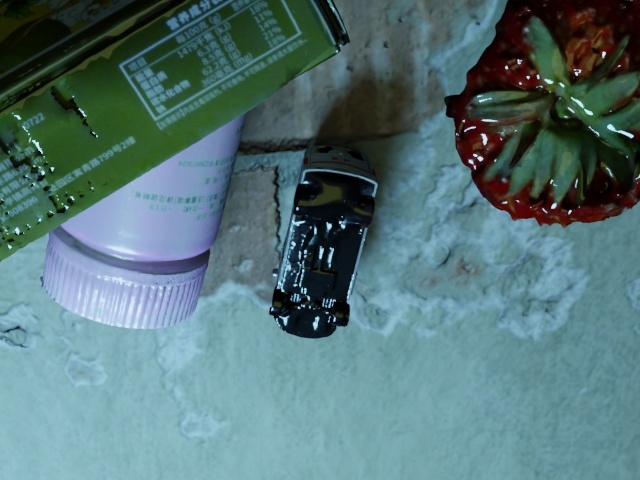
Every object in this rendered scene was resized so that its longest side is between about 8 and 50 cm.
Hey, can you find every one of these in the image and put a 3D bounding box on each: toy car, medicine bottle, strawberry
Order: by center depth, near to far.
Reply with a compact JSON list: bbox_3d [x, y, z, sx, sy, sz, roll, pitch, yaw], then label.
[{"bbox_3d":[0.276,-0.143,1.361,0.261,0.258,0.261,5,105,18],"label":"strawberry"},{"bbox_3d":[-0.179,-0.072,1.369,0.178,0.178,0.290,11,113,-7],"label":"medicine bottle"},{"bbox_3d":[0.000,0.000,1.450,0.090,0.108,0.209,8,116,-9],"label":"toy car"}]

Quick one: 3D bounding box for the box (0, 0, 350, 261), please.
[{"bbox_3d":[-0.233,-0.193,1.174,0.420,0.373,0.138,-30,132,-2],"label":"box"}]
